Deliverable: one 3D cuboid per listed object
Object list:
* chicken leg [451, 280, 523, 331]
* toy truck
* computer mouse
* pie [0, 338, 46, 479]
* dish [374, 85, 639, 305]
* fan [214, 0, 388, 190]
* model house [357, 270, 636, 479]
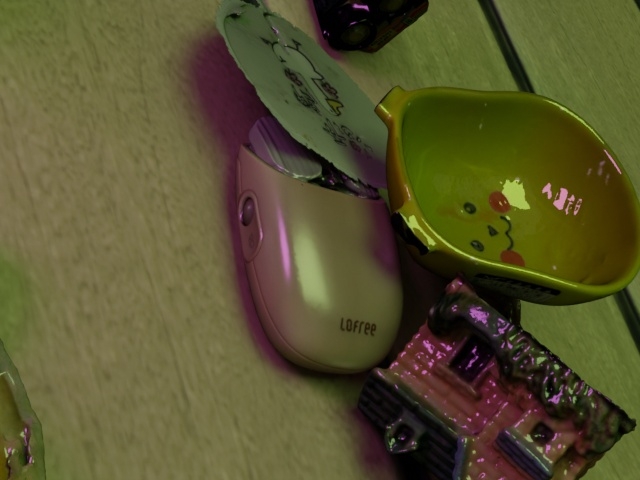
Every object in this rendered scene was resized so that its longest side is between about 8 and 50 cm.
[{"bbox_3d":[0.163,0.055,1.062,0.093,0.070,0.178,-7,75,-45],"label":"chicken leg"},{"bbox_3d":[0.106,-0.302,1.128,0.127,0.257,0.127,11,53,-41],"label":"toy truck"},{"bbox_3d":[0.000,0.000,0.935,0.145,0.082,0.237,14,52,-34],"label":"computer mouse"},{"bbox_3d":[-0.293,0.126,0.557,0.339,0.077,0.339,17,54,-25],"label":"pie"},{"bbox_3d":[0.154,-0.025,0.984,0.262,0.108,0.221,7,53,-22],"label":"dish"},{"bbox_3d":[-0.044,-0.204,1.060,0.233,0.012,0.415,16,39,-52],"label":"fan"},{"bbox_3d":[0.128,0.150,0.872,0.183,0.172,0.166,42,3,20],"label":"model house"}]
